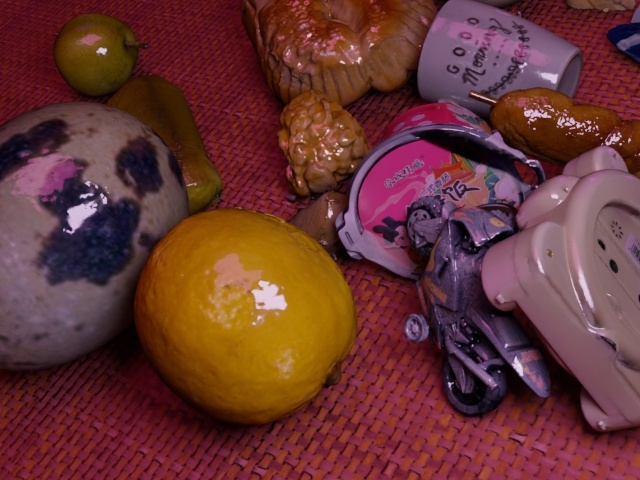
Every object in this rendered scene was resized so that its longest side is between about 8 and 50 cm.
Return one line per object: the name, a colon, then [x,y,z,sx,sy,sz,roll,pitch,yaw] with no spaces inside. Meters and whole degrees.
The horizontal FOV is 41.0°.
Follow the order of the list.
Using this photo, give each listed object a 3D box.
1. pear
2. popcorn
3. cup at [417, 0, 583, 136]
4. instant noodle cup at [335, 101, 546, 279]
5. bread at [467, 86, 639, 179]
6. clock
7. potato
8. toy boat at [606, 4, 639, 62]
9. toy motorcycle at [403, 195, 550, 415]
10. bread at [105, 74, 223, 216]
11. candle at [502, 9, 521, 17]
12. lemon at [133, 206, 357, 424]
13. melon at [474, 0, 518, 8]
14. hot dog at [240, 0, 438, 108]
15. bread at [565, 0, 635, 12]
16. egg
pear: [-0.445,-0.394,1.776,0.216,0.166,0.180,-14,29,24]
popcorn: [0.004,-0.170,1.457,0.163,0.140,0.194,-11,47,14]
cup: [0.290,-0.256,1.446,0.234,0.186,0.258,26,89,25]
instant noodle cup: [0.174,-0.092,1.273,0.303,0.258,0.181,-8,33,13]
bread: [0.376,-0.149,1.263,0.344,0.124,0.084,20,49,-3]
clock: [0.354,0.046,1.063,0.114,0.284,0.309,-31,14,46]
potato: [0.000,0.000,1.345,0.172,0.101,0.089,-32,53,42]
toy boat: [0.653,-0.395,1.517,0.210,0.070,0.291,26,57,32]
toy motorcycle: [0.195,0.069,1.107,0.108,0.173,0.307,-1,68,-38]
bread: [-0.302,-0.181,1.576,0.166,0.112,0.383,-23,46,-5]
candle: [0.316,-0.413,1.648,0.162,0.053,0.048,-23,45,-11]
lemon: [-0.102,0.096,1.142,0.297,0.297,0.297,-9,46,9]
melon: [0.316,-0.586,1.668,0.272,0.271,0.308,-29,62,-10]
hot dog: [0.052,-0.396,1.621,0.367,0.196,0.365,-23,43,3]
bread: [0.525,-0.568,1.579,0.135,0.178,0.240,11,82,24]
egg: [-0.390,-0.007,1.279,0.345,0.345,0.428,28,71,35]
